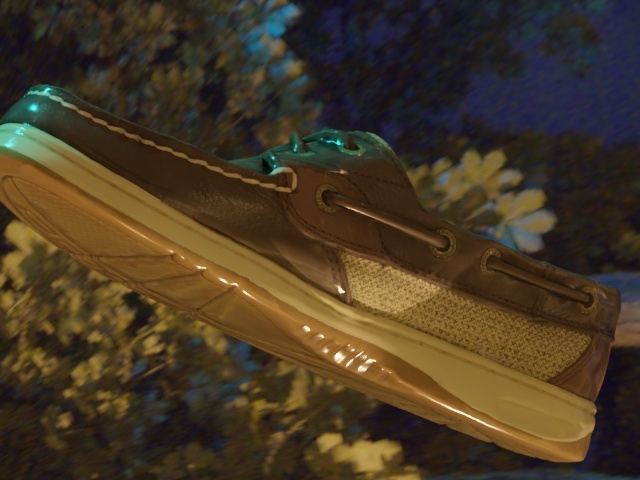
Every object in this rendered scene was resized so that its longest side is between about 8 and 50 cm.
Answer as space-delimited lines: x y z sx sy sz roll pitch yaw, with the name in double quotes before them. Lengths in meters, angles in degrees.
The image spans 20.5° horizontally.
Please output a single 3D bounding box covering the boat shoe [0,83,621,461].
"boat shoe" 0.001 0.000 0.560 0.224 0.080 0.073 27 -103 -22
